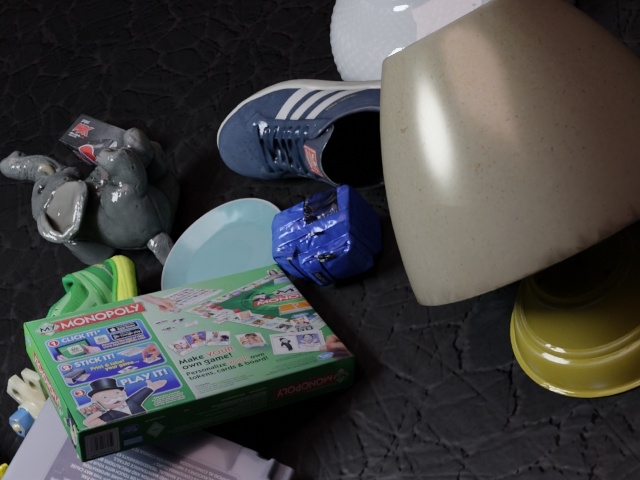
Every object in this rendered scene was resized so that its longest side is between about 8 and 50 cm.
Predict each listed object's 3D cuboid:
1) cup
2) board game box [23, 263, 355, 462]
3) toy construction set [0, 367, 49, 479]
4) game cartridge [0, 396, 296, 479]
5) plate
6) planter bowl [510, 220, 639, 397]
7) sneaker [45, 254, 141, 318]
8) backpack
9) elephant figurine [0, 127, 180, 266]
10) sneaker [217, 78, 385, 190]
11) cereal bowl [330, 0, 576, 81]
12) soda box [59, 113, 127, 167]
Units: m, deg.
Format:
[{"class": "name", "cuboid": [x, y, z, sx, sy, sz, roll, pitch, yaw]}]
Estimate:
[{"class": "cup", "cuboid": [0.189, -0.115, 1.372, 0.331, 0.237, 0.331, -29, 5, 3]}, {"class": "board game box", "cuboid": [-0.149, 0.128, 1.543, 0.317, 0.046, 0.213, -13, 33, -22]}, {"class": "toy construction set", "cuboid": [-0.368, 0.301, 1.625, 0.215, 0.151, 0.328, -26, 27, 55]}, {"class": "game cartridge", "cuboid": [-0.197, 0.283, 1.479, 0.294, 0.060, 0.196, 19, 60, 17]}, {"class": "plate", "cuboid": [-0.120, 0.026, 1.759, 0.188, 0.024, 0.188, -19, 45, 21]}, {"class": "planter bowl", "cuboid": [0.275, 0.044, 1.387, 0.217, 0.090, 0.217, -21, 44, 22]}, {"class": "sneaker", "cuboid": [-0.281, 0.137, 1.708, 0.123, 0.109, 0.295, -11, 36, 1]}, {"class": "backpack", "cuboid": [0.000, 0.000, 1.635, 0.120, 0.098, 0.101, -18, 48, 24]}, {"class": "elephant figurine", "cuboid": [-0.323, -0.044, 1.885, 0.239, 0.169, 0.186, -18, 30, 16]}, {"class": "sneaker", "cuboid": [-0.002, -0.120, 1.696, 0.350, 0.131, 0.148, -8, 28, 33]}, {"class": "cereal bowl", "cuboid": [0.152, -0.324, 1.780, 0.339, 0.141, 0.339, -22, 42, 21]}, {"class": "soda box", "cuboid": [-0.315, -0.136, 2.039, 0.169, 0.053, 0.060, 22, 69, 47]}]
